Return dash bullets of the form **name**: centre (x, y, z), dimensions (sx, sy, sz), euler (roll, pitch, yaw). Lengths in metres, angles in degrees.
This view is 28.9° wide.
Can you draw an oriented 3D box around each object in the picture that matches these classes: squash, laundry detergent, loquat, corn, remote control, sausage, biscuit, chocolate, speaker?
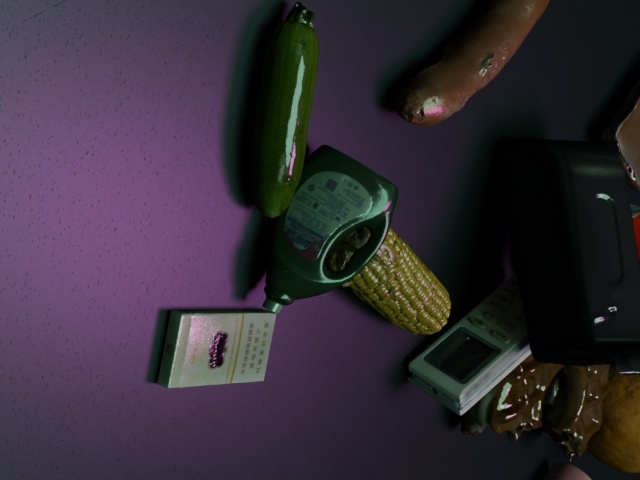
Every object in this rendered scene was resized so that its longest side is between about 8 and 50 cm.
- **squash**: centre (-0.043, -0.151, 1.456), dimensions (0.069, 0.069, 0.258), euler (-3, 105, -50)
- **laundry detergent**: centre (0.000, 0.000, 1.521), dimensions (0.211, 0.137, 0.063), euler (-61, -175, -4)
- **loquat**: centre (0.556, 0.314, 2.233), dimensions (0.208, 0.208, 0.208), euler (-21, 118, -45)
- **corn**: centre (0.098, 0.052, 1.670), dimensions (0.293, 0.106, 0.106), euler (40, 72, -49)
- **remote control**: centre (0.260, 0.145, 1.868), dimensions (0.277, 0.103, 0.055), euler (-36, 139, -30)
- **sausage**: centre (0.212, -0.256, 1.716), dimensions (0.326, 0.079, 0.087), euler (-47, 135, -27)
- **biscuit**: centre (0.368, 0.215, 2.044), dimensions (0.366, 0.115, 0.268), euler (22, 85, -52)
- **chocolate**: centre (0.567, -0.201, 2.162), dimensions (0.261, 0.083, 0.161), euler (-49, 118, -28)
- **speaker**: centre (0.401, 0.019, 1.812), dimensions (0.180, 0.184, 0.388), euler (0, 74, -26)

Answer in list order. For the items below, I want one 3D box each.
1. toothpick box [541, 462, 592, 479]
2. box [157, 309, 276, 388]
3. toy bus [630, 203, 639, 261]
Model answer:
- **toothpick box**: centre (0.412, 0.478, 2.200), dimensions (0.149, 0.098, 0.098), euler (-43, 133, -32)
- **box**: centre (-0.122, 0.129, 1.493), dimensions (0.167, 0.024, 0.090), euler (4, 100, -51)
- **toy bus**: centre (0.440, 0.003, 2.049), dimensions (0.265, 0.120, 0.121), euler (-14, 112, -48)
